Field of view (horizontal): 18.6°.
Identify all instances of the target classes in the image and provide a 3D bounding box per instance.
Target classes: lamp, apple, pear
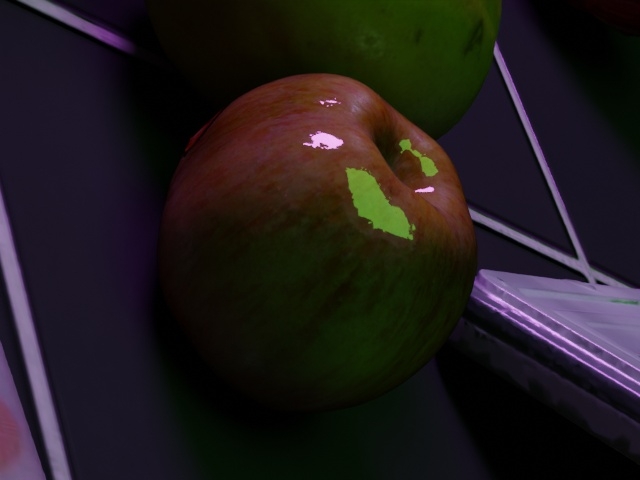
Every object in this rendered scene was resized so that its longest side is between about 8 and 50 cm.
[{"bbox_3d":[0.215,0.096,0.928,0.269,0.047,0.266,32,13,30],"label":"lamp"},{"bbox_3d":[0.001,0.003,0.736,0.126,0.102,0.126,40,30,-30],"label":"apple"},{"bbox_3d":[0.004,-0.106,0.822,0.162,0.149,0.149,39,29,-49],"label":"pear"}]

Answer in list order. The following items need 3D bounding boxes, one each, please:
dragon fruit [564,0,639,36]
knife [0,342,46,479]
[{"bbox_3d":[0.226,-0.259,1.319,0.241,0.241,0.252,28,21,-46],"label":"dragon fruit"},{"bbox_3d":[-0.121,0.020,0.573,0.132,0.038,0.399,18,44,-57],"label":"knife"}]
